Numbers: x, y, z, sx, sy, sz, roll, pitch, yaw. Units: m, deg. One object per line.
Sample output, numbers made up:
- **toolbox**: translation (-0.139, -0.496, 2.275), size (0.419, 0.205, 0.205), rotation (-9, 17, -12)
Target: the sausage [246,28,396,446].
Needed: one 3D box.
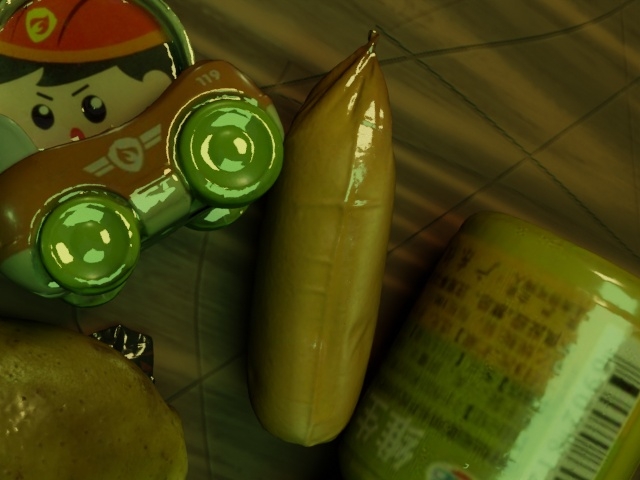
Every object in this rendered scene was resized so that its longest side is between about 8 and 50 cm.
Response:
- **sausage**: translation (0.003, 0.001, 0.784), size (0.112, 0.112, 0.328), rotation (0, 112, -23)

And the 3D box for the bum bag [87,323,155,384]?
- **bum bag**: translation (-0.158, 0.128, 0.810), size (0.058, 0.034, 0.124), rotation (-4, 102, -18)

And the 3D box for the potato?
- **potato**: translation (-0.259, 0.147, 0.666), size (0.369, 0.195, 0.176), rotation (-3, 134, -35)

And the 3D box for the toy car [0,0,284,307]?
- **toy car**: translation (-0.159, -0.081, 0.720), size (0.235, 0.145, 0.235), rotation (2, 81, -14)

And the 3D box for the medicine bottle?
- **medicine bottle**: translation (0.131, 0.187, 0.840), size (0.224, 0.224, 0.384), rotation (29, 89, -25)
